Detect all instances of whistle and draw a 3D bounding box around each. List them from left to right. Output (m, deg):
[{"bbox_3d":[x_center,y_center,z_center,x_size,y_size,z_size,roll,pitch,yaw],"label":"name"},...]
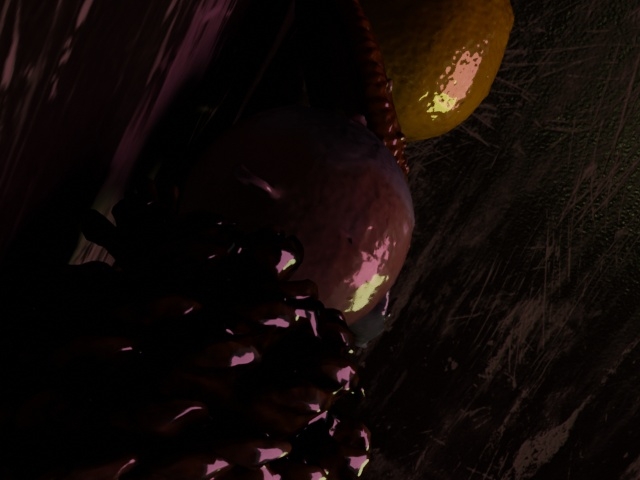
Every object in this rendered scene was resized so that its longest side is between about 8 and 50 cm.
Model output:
[{"bbox_3d":[0.000,0.000,0.868,0.189,0.189,0.348,-61,158,-10],"label":"whistle"}]

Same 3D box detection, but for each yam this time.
[{"bbox_3d":[-0.032,-0.141,1.220,0.259,0.106,0.106,-59,180,-2],"label":"yam"}]

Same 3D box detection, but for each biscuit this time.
[{"bbox_3d":[0.032,-0.117,0.993,0.305,0.038,0.305,165,-90,-83],"label":"biscuit"}]

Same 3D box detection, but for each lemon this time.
[{"bbox_3d":[0.122,-0.272,1.366,0.245,0.245,0.319,-66,176,-86],"label":"lemon"}]

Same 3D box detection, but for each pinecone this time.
[{"bbox_3d":[-0.082,0.091,0.642,0.243,0.244,0.257,121,-11,-70],"label":"pinecone"}]

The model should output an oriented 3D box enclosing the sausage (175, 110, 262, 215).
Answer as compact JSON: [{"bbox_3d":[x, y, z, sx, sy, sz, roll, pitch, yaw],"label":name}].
[{"bbox_3d":[-0.084,-0.034,1.015,0.112,0.112,0.328,-60,180,32],"label":"sausage"}]

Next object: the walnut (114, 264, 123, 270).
[{"bbox_3d":[-0.178,0.107,0.963,0.167,0.087,0.211,-64,-178,-23],"label":"walnut"}]
